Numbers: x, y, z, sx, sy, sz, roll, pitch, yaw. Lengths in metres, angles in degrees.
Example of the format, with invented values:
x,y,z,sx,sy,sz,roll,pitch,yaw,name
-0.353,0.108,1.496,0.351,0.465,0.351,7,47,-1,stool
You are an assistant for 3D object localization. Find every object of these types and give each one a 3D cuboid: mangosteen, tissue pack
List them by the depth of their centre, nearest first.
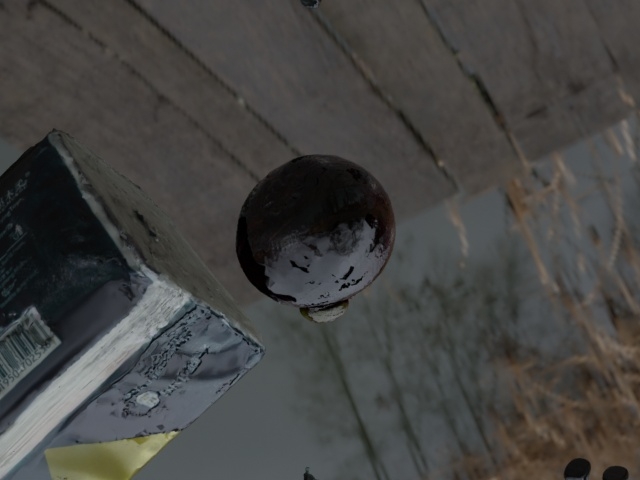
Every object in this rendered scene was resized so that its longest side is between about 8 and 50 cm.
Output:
x,y,z,sx,sy,sz,roll,pitch,yaw,name
0.000,0.000,1.197,0.152,0.152,0.152,-20,159,-8,mangosteen
-0.307,0.136,1.343,0.416,0.264,0.253,-44,144,3,tissue pack

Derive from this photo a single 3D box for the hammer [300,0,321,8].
x,y,z,sx,sy,sz,roll,pitch,yaw,name
-0.051,-0.294,1.142,0.021,0.078,0.201,-4,144,44,hammer

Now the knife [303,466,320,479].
x,y,z,sx,sy,sz,roll,pitch,yaw,name
-0.012,0.484,2.078,0.026,0.296,0.044,-36,121,28,knife

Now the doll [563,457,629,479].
x,y,z,sx,sy,sz,roll,pitch,yaw,name
0.277,0.308,1.309,0.096,0.195,0.070,8,-149,29,doll
